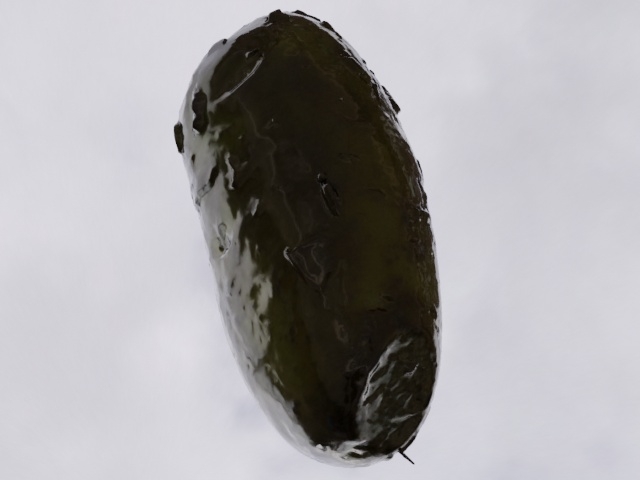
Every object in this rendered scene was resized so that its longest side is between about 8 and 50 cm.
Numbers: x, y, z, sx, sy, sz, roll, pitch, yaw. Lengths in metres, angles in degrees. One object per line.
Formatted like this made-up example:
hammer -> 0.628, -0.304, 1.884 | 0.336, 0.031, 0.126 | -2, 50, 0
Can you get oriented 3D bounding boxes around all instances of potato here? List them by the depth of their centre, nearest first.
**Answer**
potato -> 0.000, 0.000, 0.943 | 0.113, 0.149, 0.251 | -10, -111, -28
